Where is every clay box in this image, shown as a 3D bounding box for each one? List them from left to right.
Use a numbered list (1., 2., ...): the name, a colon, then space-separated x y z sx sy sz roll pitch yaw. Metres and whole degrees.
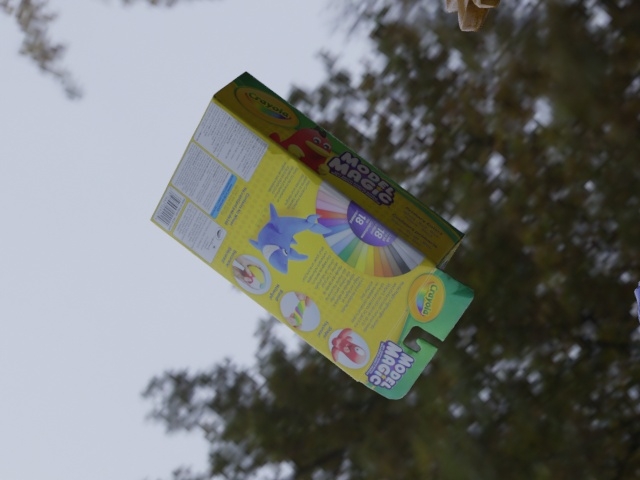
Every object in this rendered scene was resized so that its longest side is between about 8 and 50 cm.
1. clay box: 0.000 0.000 1.174 0.222 0.127 0.053 37 -141 7

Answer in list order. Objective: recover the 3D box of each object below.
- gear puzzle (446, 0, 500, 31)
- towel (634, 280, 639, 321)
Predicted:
1. gear puzzle: 0.092 -0.202 0.559 0.044 0.339 0.175 4 -134 -11
2. towel: 0.350 0.159 1.156 0.227 0.076 0.308 -1 -113 -16
